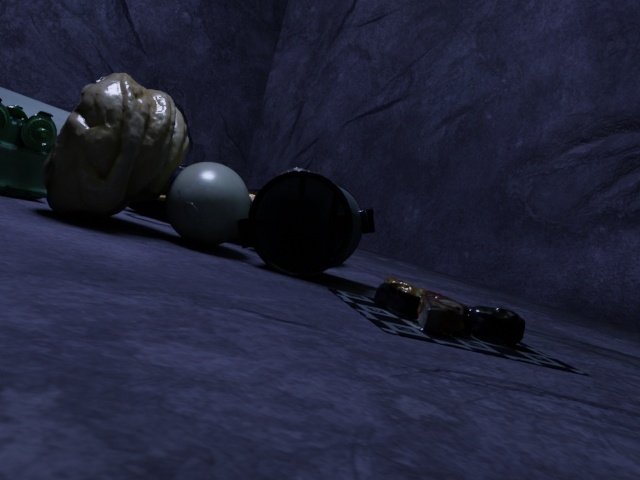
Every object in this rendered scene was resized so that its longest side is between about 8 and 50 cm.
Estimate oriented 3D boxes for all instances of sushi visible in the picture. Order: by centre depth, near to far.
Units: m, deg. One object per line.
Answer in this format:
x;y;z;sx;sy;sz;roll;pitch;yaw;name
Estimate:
0.225;0.123;1.065;0.359;0.064;0.343;15;3;-15;sushi

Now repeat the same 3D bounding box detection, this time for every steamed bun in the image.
-0.428;-0.186;1.316;0.230;0.325;0.372;31;3;-9;steamed bun

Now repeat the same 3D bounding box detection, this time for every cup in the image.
-0.442;-0.157;1.730;0.256;0.178;0.255;14;-17;17;cup

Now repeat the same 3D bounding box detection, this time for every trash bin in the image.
-0.023;-0.036;1.343;0.277;0.217;0.262;-8;-1;8;trash bin

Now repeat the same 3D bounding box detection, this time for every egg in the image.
-0.251;-0.082;1.351;0.186;0.187;0.253;14;7;-9;egg

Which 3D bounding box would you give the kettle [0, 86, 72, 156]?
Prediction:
-0.767;-0.244;1.721;0.376;0.250;0.361;18;-14;12;kettle

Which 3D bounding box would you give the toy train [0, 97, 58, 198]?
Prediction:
-0.704;-0.207;1.313;0.145;0.202;0.266;16;2;33;toy train

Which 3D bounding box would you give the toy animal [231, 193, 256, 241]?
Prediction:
-0.228;-0.073;1.682;0.149;0.165;0.248;11;-7;33;toy animal

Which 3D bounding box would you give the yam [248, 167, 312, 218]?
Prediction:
-0.099;-0.083;1.613;0.154;0.154;0.254;16;44;19;yam
